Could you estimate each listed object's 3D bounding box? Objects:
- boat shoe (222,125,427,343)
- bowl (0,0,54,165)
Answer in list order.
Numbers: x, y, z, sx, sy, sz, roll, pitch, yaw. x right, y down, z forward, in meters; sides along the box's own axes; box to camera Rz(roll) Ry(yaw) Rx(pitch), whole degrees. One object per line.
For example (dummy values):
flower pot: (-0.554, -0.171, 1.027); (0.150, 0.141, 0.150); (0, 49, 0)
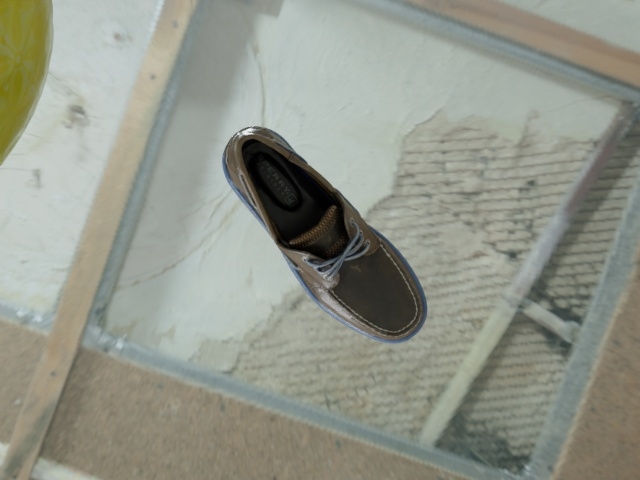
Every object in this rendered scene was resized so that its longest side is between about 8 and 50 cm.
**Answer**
boat shoe: (0.000, 0.000, 0.821); (0.183, 0.066, 0.066); (44, -90, -1)
bowl: (-0.260, -0.193, 0.741); (0.289, 0.289, 0.156); (39, -103, -5)
